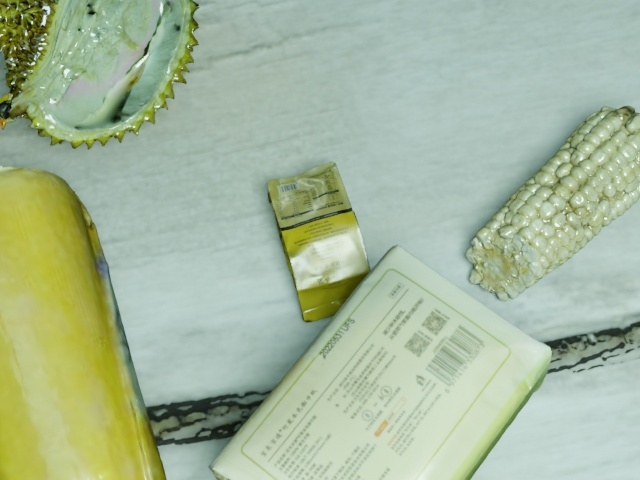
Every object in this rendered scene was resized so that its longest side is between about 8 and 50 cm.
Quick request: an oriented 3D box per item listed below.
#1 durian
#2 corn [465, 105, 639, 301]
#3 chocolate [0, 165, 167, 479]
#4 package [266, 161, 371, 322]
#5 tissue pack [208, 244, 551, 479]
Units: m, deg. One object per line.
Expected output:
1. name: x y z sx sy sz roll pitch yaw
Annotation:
1. durian: -0.234 -0.184 0.966 0.137 0.193 0.237 3 44 49
2. corn: 0.217 -0.036 0.919 0.211 0.087 0.087 -41 71 -16
3. chocolate: -0.201 0.157 0.828 0.162 0.162 0.446 -22 72 -8
4. package: 0.000 0.000 0.930 0.071 0.047 0.131 -12 64 -7
5. tissue pack: 0.051 0.144 0.823 0.159 0.125 0.234 34 73 17
